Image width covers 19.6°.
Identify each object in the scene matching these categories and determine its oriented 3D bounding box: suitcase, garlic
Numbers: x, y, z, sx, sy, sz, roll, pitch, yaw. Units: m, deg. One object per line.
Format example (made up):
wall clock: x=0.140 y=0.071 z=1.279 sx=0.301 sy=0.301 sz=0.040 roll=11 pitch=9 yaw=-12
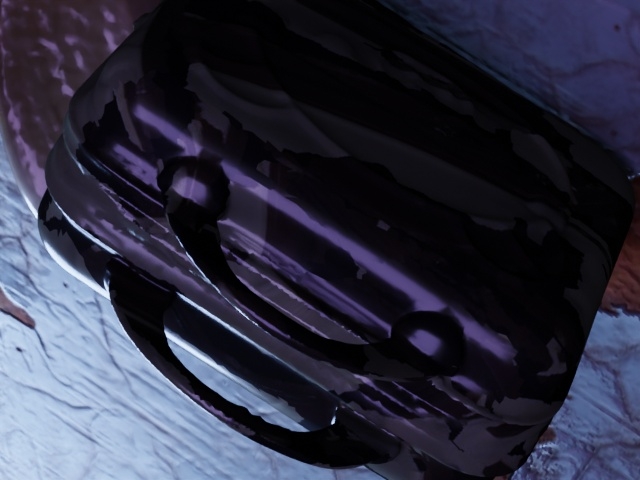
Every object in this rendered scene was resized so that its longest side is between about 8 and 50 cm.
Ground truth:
suitcase: x=0.000 y=0.000 z=1.132 sx=0.351 sy=0.339 sz=0.194 roll=32 pitch=124 yaw=-1
garlic: x=-0.155 y=-0.103 z=1.316 sx=0.143 sy=0.112 sz=0.318 roll=-13 pitch=104 yaw=3
